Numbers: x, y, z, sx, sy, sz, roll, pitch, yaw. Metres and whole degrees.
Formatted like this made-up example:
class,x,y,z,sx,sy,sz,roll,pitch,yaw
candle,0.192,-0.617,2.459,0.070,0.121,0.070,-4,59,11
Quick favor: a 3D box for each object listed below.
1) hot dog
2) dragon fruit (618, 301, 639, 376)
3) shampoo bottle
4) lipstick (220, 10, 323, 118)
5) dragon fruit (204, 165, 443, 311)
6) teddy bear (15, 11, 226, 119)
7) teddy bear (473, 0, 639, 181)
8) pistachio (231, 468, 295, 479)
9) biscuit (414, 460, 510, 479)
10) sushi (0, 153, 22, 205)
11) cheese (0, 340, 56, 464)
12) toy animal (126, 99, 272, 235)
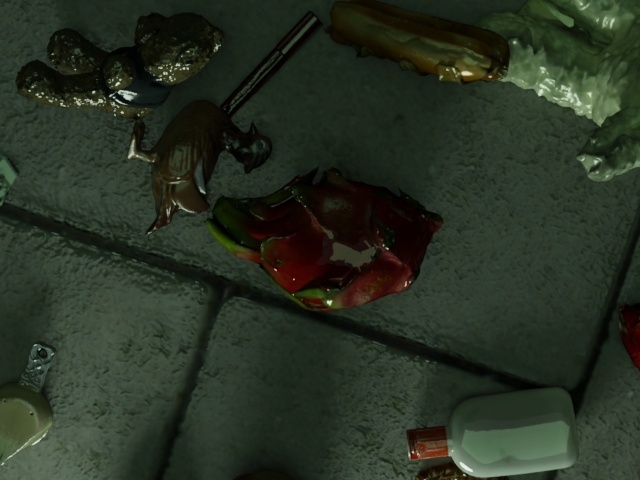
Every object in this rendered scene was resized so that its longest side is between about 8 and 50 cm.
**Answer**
class,x,y,z,sx,sy,sz,roll,pitch,yaw
hot dog,0.117,-0.245,1.683,0.269,0.109,0.072,21,111,32
dragon fruit,0.453,0.159,1.740,0.127,0.120,0.161,-6,101,8
shampoo bottle,0.223,0.256,1.786,0.221,0.051,0.108,-7,85,2
lipstick,-0.066,-0.225,1.759,0.027,0.027,0.176,45,97,-3
dragon fruit,0.007,-0.018,1.717,0.269,0.198,0.200,33,64,17
teddy bear,-0.238,-0.215,1.703,0.251,0.182,0.129,-10,126,23
teddy bear,0.388,-0.219,1.579,0.375,0.362,0.327,30,96,-4
pistachio,-0.076,0.411,1.774,0.153,0.138,0.238,2,99,-17
biscuit,0.220,0.376,1.816,0.126,0.025,0.206,-31,95,4
sushi,-0.583,-0.047,1.776,0.294,0.059,0.292,27,96,-1
cheese,-0.391,0.220,1.805,0.092,0.047,0.171,42,95,-4
toy animal,-0.162,-0.087,1.750,0.179,0.089,0.188,14,97,-7
